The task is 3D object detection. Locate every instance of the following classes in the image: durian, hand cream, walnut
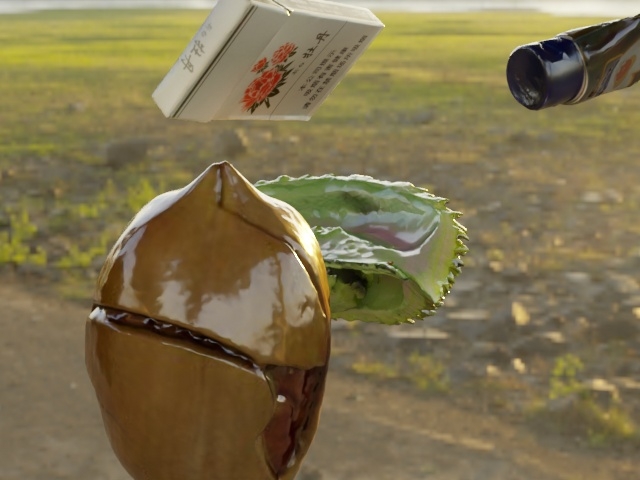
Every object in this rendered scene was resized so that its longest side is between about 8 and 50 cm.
[{"bbox_3d":[0.001,0.001,1.326,0.355,0.157,0.169,5,-4,33],"label":"durian"},{"bbox_3d":[0.169,-0.109,0.715,0.163,0.062,0.039,-24,62,-33],"label":"hand cream"},{"bbox_3d":[-0.087,0.076,1.017,0.203,0.298,0.203,0,24,0],"label":"walnut"}]

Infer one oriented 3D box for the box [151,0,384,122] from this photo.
[{"bbox_3d":[-0.035,-0.137,0.990,0.029,0.109,0.198,48,25,18],"label":"box"}]
